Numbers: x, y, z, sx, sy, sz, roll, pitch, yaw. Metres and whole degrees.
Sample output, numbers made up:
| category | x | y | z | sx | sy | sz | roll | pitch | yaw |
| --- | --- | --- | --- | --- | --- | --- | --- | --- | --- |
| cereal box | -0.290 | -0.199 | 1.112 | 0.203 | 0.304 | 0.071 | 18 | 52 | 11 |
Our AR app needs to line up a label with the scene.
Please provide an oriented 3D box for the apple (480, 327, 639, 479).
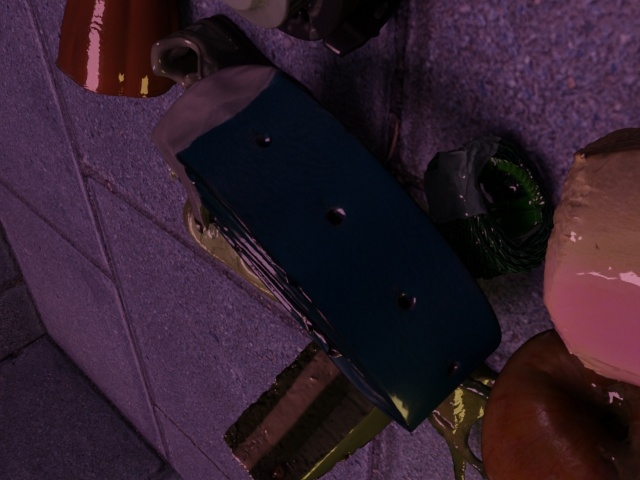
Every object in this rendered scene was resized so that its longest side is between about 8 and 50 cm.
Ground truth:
| category | x | y | z | sx | sy | sz | roll | pitch | yaw |
| --- | --- | --- | --- | --- | --- | --- | --- | --- | --- |
| apple | 0.284 | 0.208 | 0.632 | 0.261 | 0.261 | 0.194 | 23 | 151 | 41 |

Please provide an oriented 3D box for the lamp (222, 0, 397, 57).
| category | x | y | z | sx | sy | sz | roll | pitch | yaw |
| --- | --- | --- | --- | --- | --- | --- | --- | --- | --- |
| lamp | 0.011 | -0.303 | 0.510 | 0.205 | 0.272 | 0.374 | 42 | 145 | 18 |

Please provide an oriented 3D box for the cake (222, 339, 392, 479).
| category | x | y | z | sx | sy | sz | roll | pitch | yaw |
| --- | --- | --- | --- | --- | --- | --- | --- | --- | --- |
| cake | 0.001 | 0.242 | 1.009 | 0.158 | 0.284 | 0.172 | 37 | 126 | 27 |

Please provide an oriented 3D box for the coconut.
| category | x | y | z | sx | sy | sz | roll | pitch | yaw |
| --- | --- | --- | --- | --- | --- | --- | --- | --- | --- |
| coconut | 0.309 | 0.011 | 0.452 | 0.245 | 0.233 | 0.233 | 10 | 126 | 41 |

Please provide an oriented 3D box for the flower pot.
| category | x | y | z | sx | sy | sz | roll | pitch | yaw |
| --- | --- | --- | --- | --- | --- | --- | --- | --- | --- |
| flower pot | -0.298 | -0.337 | 0.993 | 0.191 | 0.191 | 0.173 | 38 | 130 | 26 |

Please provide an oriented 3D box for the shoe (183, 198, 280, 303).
| category | x | y | z | sx | sy | sz | roll | pitch | yaw |
| --- | --- | --- | --- | --- | --- | --- | --- | --- | --- |
| shoe | -0.101 | -0.013 | 1.049 | 0.262 | 0.140 | 0.128 | 43 | 155 | 11 |

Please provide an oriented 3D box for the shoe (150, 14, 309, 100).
| category | x | y | z | sx | sy | sz | roll | pitch | yaw |
| --- | --- | --- | --- | --- | --- | --- | --- | --- | --- |
| shoe | -0.119 | -0.185 | 0.899 | 0.293 | 0.149 | 0.109 | 48 | 145 | 14 |

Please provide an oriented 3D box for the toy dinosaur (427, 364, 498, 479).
| category | x | y | z | sx | sy | sz | roll | pitch | yaw |
| --- | --- | --- | --- | --- | --- | --- | --- | --- | --- |
| toy dinosaur | 0.145 | 0.175 | 0.926 | 0.301 | 0.087 | 0.447 | 33 | 134 | 31 |

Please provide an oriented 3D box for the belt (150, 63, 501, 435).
| category | x | y | z | sx | sy | sz | roll | pitch | yaw |
| --- | --- | --- | --- | --- | --- | --- | --- | --- | --- |
| belt | 0.002 | 0.001 | 0.725 | 0.436 | 0.173 | 0.300 | 44 | 169 | 4 |

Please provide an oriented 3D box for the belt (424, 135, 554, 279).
| category | x | y | z | sx | sy | sz | roll | pitch | yaw |
| --- | --- | --- | --- | --- | --- | --- | --- | --- | --- |
| belt | 0.178 | -0.036 | 0.664 | 0.151 | 0.121 | 0.079 | 60 | 149 | -3 |
